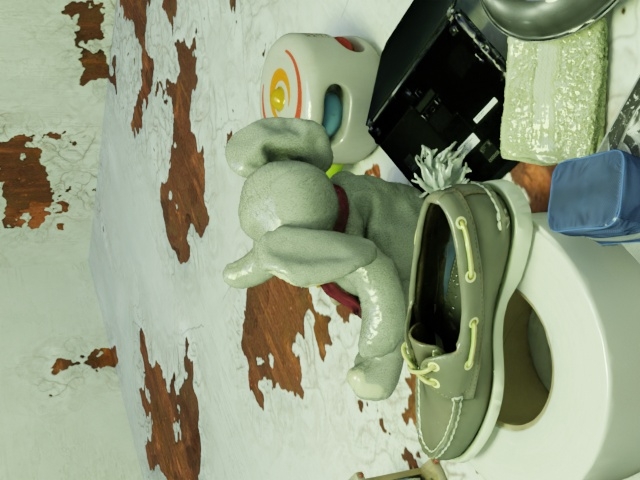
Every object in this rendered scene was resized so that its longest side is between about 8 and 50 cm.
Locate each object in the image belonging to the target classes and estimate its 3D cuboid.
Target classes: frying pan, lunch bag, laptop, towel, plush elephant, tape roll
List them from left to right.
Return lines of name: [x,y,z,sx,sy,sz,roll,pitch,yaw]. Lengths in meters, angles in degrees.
plush elephant: [0.000,0.000,0.956,0.272,0.255,0.330,-101,28,-46]
laptop: [0.167,-0.197,0.974,0.264,0.136,0.234,51,146,9]
frying pan: [0.195,-0.334,0.799,0.197,0.053,0.326,-54,49,27]
tape roll: [0.222,0.111,0.811,0.286,0.100,0.286,17,109,63]
towel: [0.232,-0.148,0.795,0.110,0.027,0.148,10,102,40]
lunch bag: [0.245,-0.034,0.657,0.098,0.065,0.067,-4,75,66]

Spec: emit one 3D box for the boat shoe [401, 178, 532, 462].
boat shoe: [0.126,0.088,0.784,0.109,0.091,0.305,39,128,56]

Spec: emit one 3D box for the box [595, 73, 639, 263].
box: [0.324,-0.040,0.630,0.231,0.056,0.183,61,144,40]

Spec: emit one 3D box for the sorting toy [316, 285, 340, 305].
sorting toy: [-0.020,-0.020,1.266,0.208,0.038,0.193,80,166,-51]

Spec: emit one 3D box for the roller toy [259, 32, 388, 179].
roller toy: [-0.005,-0.209,1.169,0.191,0.146,0.209,-42,57,58]

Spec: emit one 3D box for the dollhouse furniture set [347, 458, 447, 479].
dollhouse furniture set: [0.109,0.404,1.049,0.129,0.129,0.184,-62,40,48]
